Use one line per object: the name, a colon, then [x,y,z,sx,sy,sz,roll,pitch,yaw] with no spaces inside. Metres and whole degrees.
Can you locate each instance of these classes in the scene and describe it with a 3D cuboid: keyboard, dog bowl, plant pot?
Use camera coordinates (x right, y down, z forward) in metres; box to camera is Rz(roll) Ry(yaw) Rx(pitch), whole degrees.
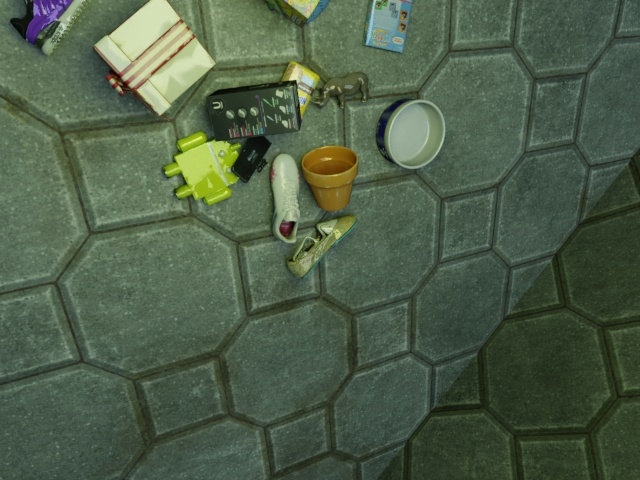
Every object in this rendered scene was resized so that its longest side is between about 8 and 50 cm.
keyboard: [-0.234,-0.286,1.545,0.108,0.023,0.180,41,69,-36]
dog bowl: [0.356,-0.423,1.750,0.265,0.104,0.265,-9,113,-21]
plant pot: [0.041,-0.220,1.648,0.205,0.205,0.188,-21,134,-16]

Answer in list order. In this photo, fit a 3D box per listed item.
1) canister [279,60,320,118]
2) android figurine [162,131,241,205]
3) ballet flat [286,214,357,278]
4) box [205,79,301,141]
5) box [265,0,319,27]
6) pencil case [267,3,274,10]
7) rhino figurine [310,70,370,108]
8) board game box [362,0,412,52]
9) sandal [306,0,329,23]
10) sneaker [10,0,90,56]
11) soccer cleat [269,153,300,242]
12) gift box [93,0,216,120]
canister: [-0.090,-0.510,1.521,0.126,0.073,0.170,23,98,-20]
android figurine: [-0.385,-0.247,1.510,0.273,0.056,0.248,-25,119,-12]
ballet flat: [0.000,0.000,1.761,0.348,0.123,0.123,-46,122,-2]
box: [-0.203,-0.415,1.407,0.270,0.165,0.143,-6,116,4]
box: [-0.081,-0.822,1.240,0.279,0.177,0.290,30,100,-17]
pencil case: [-0.166,-0.800,1.373,0.064,0.070,0.152,-45,124,-15]
rhino figurine: [0.072,-0.536,1.591,0.243,0.073,0.106,-20,121,-15]
board game box: [0.242,-0.797,1.581,0.160,0.039,0.211,0,109,-25]
sandal: [0.019,-0.834,1.408,0.126,0.138,0.317,34,95,-34]
sneaker: [-0.706,-0.651,1.165,0.146,0.102,0.293,34,94,-31]
soccer cleat: [-0.116,-0.146,1.622,0.116,0.143,0.331,-7,113,-22]
gift box: [-0.469,-0.494,1.253,0.258,0.255,0.276,-43,118,-6]
